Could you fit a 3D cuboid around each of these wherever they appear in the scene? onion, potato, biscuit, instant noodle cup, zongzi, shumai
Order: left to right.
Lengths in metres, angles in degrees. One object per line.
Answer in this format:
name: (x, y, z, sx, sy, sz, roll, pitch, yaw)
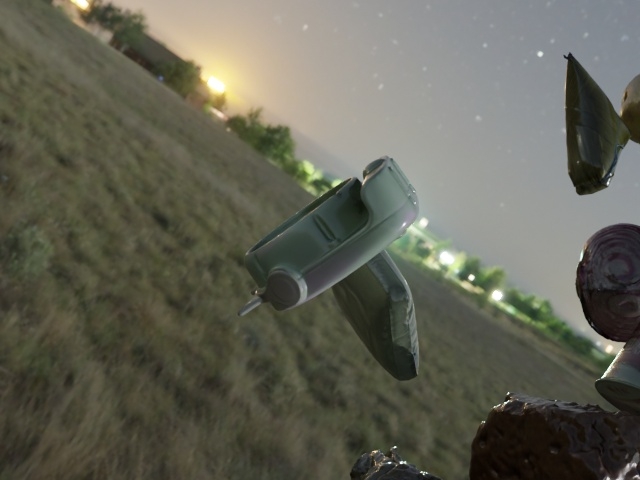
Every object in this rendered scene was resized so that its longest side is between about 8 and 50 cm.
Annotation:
shumai: (0.169, 0.496, 1.701, 0.218, 0.184, 0.185, 10, 37, -4)
biscuit: (0.429, 0.497, 1.590, 0.166, 0.395, 0.342, 8, -5, -29)
zongzi: (0.564, -0.251, 1.818, 0.115, 0.228, 0.256, -13, -60, 40)
onion: (0.727, 0.091, 2.020, 0.272, 0.256, 0.230, 9, 48, 0)
instant noodle cup: (0.740, 0.293, 1.843, 0.234, 0.178, 0.235, 29, -16, 9)
potato: (0.806, -0.309, 1.971, 0.242, 0.285, 0.242, 19, -39, 16)

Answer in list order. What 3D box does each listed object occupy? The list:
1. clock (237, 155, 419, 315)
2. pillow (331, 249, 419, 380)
clock: (0.000, 0.000, 1.322, 0.109, 0.324, 0.265, 54, 10, -7)
pillow: (0.106, 0.113, 1.765, 0.322, 0.119, 0.255, -123, -161, -50)
